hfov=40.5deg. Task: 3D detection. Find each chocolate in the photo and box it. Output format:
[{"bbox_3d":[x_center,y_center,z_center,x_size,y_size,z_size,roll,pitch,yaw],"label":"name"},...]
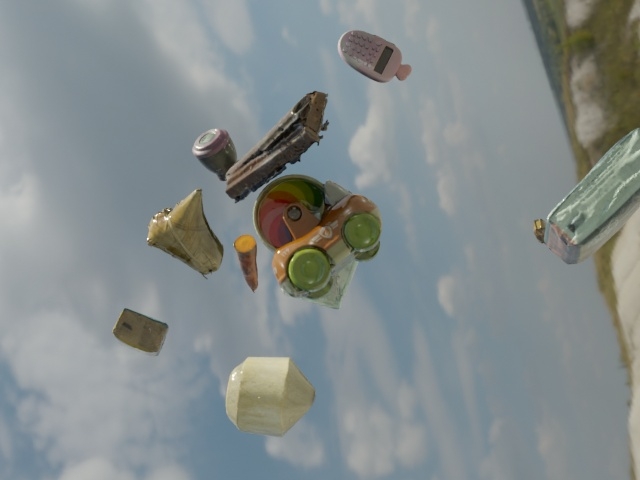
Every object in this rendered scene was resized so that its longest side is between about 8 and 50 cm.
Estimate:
[{"bbox_3d":[-0.084,-0.158,1.500,0.065,0.329,0.102,29,-119,-19],"label":"chocolate"}]

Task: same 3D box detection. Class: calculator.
[{"bbox_3d":[0.114,-0.385,1.828,0.103,0.166,0.024,-63,4,-26],"label":"calculator"}]

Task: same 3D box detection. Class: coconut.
[{"bbox_3d":[-0.123,0.394,2.204,0.202,0.222,0.202,4,-90,-83],"label":"coconut"}]

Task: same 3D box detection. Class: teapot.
[{"bbox_3d":[-0.304,-0.239,2.509,0.146,0.148,0.116,58,-138,-35],"label":"teapot"}]

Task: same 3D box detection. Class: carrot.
[{"bbox_3d":[-0.180,0.066,2.200,0.224,0.057,0.057,86,179,-57],"label":"carrot"}]

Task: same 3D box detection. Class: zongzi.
[{"bbox_3d":[-0.278,-0.022,2.009,0.194,0.197,0.099,36,-146,-29],"label":"zongzi"}]

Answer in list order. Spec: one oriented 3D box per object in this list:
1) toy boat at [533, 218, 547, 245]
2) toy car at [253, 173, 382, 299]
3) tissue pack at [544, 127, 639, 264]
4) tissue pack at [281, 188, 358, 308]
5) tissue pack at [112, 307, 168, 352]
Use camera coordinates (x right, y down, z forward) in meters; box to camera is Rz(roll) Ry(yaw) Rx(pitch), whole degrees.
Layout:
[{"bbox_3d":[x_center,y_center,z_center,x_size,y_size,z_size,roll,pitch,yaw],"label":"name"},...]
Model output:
[{"bbox_3d":[0.596,-0.013,2.306,0.149,0.047,0.048,33,-136,-56],"label":"toy boat"},{"bbox_3d":[-0.015,-0.026,1.560,0.145,0.235,0.235,74,-177,-78],"label":"toy car"},{"bbox_3d":[0.521,-0.068,1.603,0.103,0.228,0.316,47,-175,15],"label":"tissue pack"},{"bbox_3d":[0.000,0.000,2.638,0.405,0.205,0.331,-129,57,-80],"label":"tissue pack"},{"bbox_3d":[-0.431,0.223,2.078,0.169,0.120,0.082,137,156,-75],"label":"tissue pack"}]
